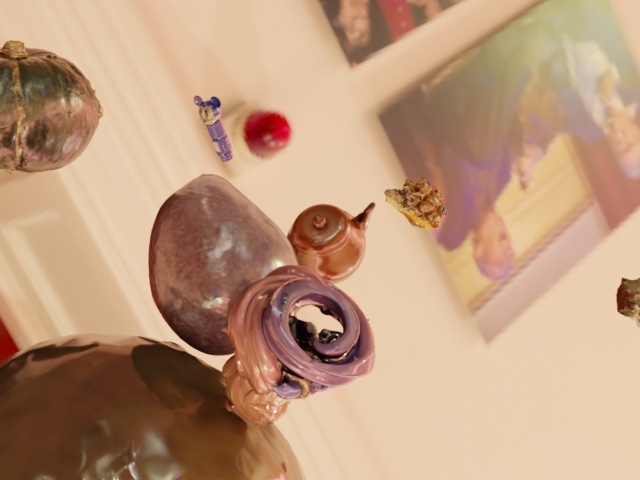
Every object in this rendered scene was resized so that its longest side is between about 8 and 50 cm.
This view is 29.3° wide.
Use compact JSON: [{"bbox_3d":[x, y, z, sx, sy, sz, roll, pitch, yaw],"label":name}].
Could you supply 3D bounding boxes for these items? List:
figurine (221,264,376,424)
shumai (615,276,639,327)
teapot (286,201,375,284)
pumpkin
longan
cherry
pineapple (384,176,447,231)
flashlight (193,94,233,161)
[{"bbox_3d":[-0.037,0.091,1.031,0.157,0.114,0.126,-31,-142,40],"label":"figurine"},{"bbox_3d":[0.461,0.091,1.726,0.087,0.123,0.099,-4,-153,-3],"label":"shumai"},{"bbox_3d":[0.000,0.000,1.649,0.173,0.116,0.116,-26,-167,-6],"label":"teapot"},{"bbox_3d":[-0.346,-0.150,1.382,0.190,0.190,0.146,-141,-109,-75],"label":"pumpkin"},{"bbox_3d":[-0.194,0.279,1.138,0.391,0.391,0.391,-25,-166,7],"label":"longan"},{"bbox_3d":[-0.095,0.028,1.169,0.140,0.176,0.176,-35,-167,8],"label":"cherry"},{"bbox_3d":[0.154,-0.065,2.127,0.077,0.114,0.114,-47,-148,43],"label":"pineapple"},{"bbox_3d":[-0.172,-0.181,1.993,0.057,0.121,0.035,7,-141,34],"label":"flashlight"}]
